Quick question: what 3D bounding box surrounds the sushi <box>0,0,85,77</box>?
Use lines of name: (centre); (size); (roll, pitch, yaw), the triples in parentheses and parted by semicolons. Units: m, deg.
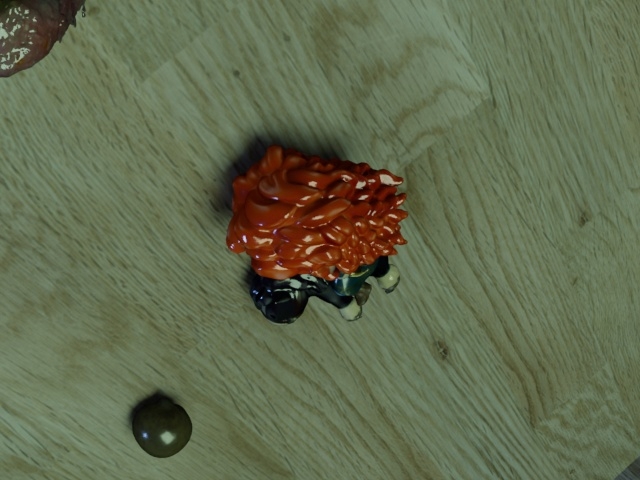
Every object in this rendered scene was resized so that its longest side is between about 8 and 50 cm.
sushi: (-0.385, -0.289, 1.388); (0.241, 0.161, 0.107); (-26, 131, -17)

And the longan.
longan: (-0.285, 0.336, 1.960); (0.113, 0.092, 0.113); (-4, 103, -16)

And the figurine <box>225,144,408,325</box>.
figurine: (-0.005, 0.007, 1.862); (0.306, 0.241, 0.411); (-8, 147, -4)
